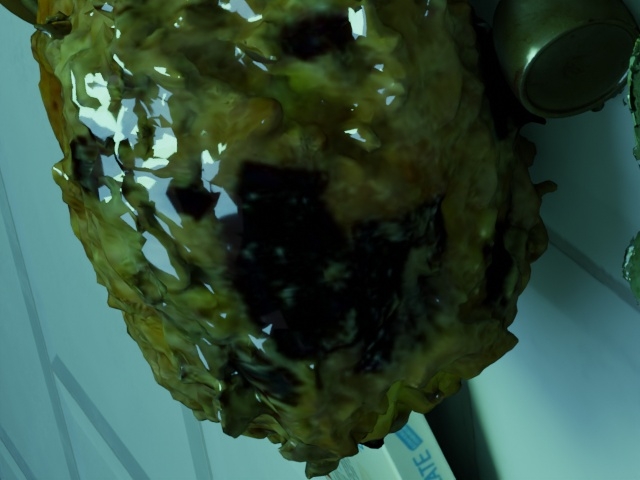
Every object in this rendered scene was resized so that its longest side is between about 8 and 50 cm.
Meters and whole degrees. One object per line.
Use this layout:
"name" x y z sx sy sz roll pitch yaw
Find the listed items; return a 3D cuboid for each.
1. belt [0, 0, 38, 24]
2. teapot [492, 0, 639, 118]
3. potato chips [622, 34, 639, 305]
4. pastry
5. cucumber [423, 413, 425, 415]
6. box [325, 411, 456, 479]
"belt" -0.198 -0.317 1.519 0.122 0.217 0.338 29 135 61
"teapot" 0.132 -0.112 1.083 0.121 0.076 0.068 50 -167 -52
"potato chips" 0.198 0.005 1.049 0.167 0.059 0.228 109 137 -76
"pastry" -0.019 -0.070 1.184 0.337 0.292 0.405 77 176 -80
"cucumber" 0.051 0.101 1.579 0.135 0.033 0.034 47 149 46
"box" 0.038 0.161 1.577 0.273 0.048 0.265 64 167 -17
